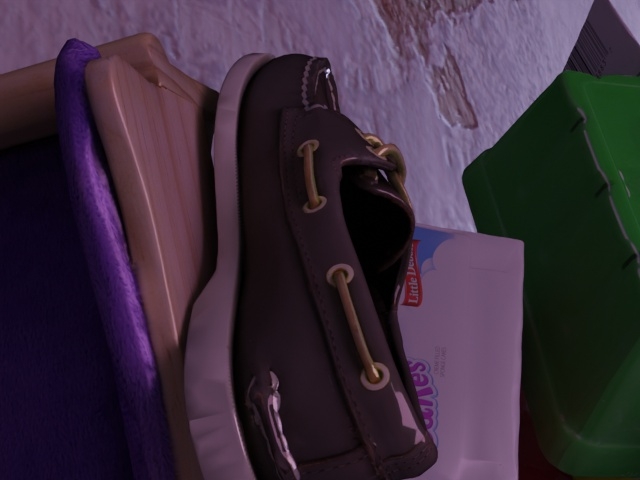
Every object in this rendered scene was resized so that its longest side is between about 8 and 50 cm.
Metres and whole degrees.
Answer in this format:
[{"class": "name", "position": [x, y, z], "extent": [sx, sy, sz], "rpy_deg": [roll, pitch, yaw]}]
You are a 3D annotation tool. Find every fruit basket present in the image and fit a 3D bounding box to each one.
[{"class": "fruit basket", "position": [0.173, 0.084, 0.860], "extent": [0.165, 0.353, 0.327], "rpy_deg": [-1, 47, -10]}]

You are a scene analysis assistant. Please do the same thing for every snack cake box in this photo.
[{"class": "snack cake box", "position": [0.046, 0.121, 0.788], "extent": [0.264, 0.089, 0.152], "rpy_deg": [100, -2, -59]}]

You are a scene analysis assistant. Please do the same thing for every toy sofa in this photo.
[{"class": "toy sofa", "position": [-0.102, 0.098, 0.641], "extent": [0.177, 0.150, 0.362], "rpy_deg": [14, 63, -76]}]

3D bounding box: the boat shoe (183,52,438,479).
[{"class": "boat shoe", "position": [0.001, 0.003, 0.642], "extent": [0.305, 0.091, 0.109], "rpy_deg": [-89, 162, -52]}]
